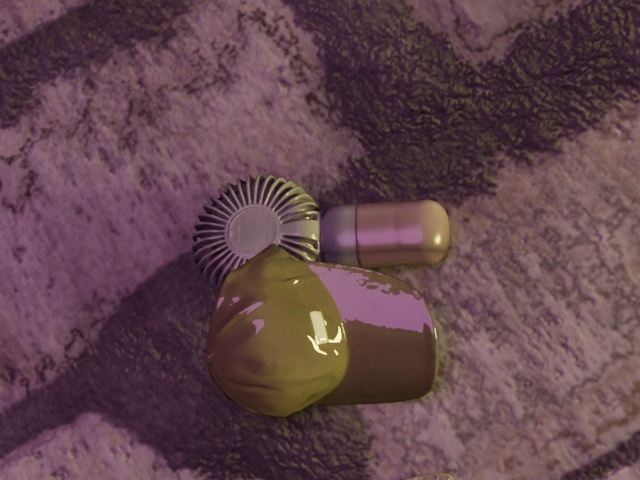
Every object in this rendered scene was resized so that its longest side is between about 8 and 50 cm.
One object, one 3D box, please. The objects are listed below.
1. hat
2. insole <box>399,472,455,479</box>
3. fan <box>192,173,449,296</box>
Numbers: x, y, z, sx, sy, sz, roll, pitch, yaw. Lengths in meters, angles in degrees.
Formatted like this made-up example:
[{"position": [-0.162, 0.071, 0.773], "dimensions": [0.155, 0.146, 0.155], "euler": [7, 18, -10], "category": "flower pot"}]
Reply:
[{"position": [0.003, 0.102, 1.608], "dimensions": [0.173, 0.144, 0.166], "euler": [11, 116, 35], "category": "hat"}, {"position": [0.043, 0.269, 1.638], "dimensions": [0.192, 0.010, 0.063], "euler": [-33, 68, 5], "category": "insole"}, {"position": [0.000, 0.000, 1.699], "dimensions": [0.244, 0.074, 0.130], "euler": [-3, 71, 10], "category": "fan"}]
